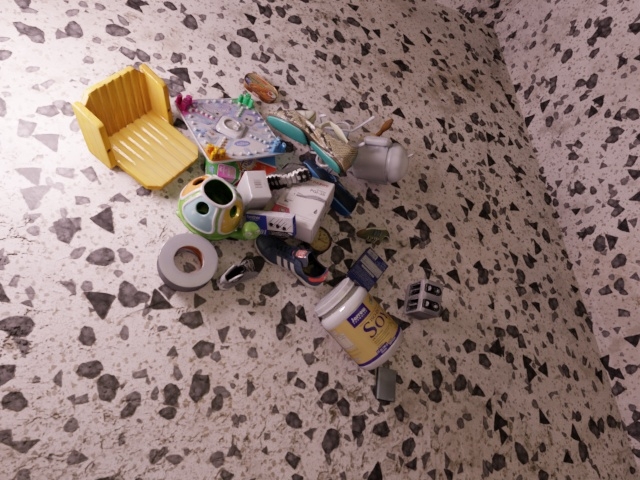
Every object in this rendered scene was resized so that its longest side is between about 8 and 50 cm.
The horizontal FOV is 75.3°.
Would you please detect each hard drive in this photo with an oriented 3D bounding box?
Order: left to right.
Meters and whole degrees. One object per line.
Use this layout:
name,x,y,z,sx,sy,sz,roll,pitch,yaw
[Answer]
hard drive,0.284,0.626,1.803,0.094,0.022,0.135,19,61,-20

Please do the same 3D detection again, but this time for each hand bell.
hand bell,0.317,-0.571,2.222,0.126,0.242,0.126,11,64,-24

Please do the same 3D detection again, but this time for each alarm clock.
alarm clock,0.000,0.000,1.906,0.192,0.064,0.129,-5,71,-26

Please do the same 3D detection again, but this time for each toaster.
toaster,0.488,0.284,1.983,0.110,0.185,0.168,22,68,-15

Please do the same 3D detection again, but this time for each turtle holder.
turtle holder,-0.411,-0.111,1.637,0.243,0.227,0.320,-22,80,-34

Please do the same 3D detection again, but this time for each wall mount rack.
wall mount rack,0.107,-0.525,2.092,0.304,0.130,0.350,10,57,17

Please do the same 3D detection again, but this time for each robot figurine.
robot figurine,0.293,-0.402,2.105,0.353,0.300,0.200,10,57,20

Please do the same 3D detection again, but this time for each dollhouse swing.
dollhouse swing,-0.678,-0.434,1.617,0.305,0.315,0.347,31,54,11

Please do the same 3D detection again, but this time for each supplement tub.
supplement tub,0.156,0.343,1.729,0.331,0.241,0.241,47,55,-2

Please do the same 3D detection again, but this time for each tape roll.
tape roll,-0.510,0.084,1.592,0.219,0.072,0.219,12,64,-24

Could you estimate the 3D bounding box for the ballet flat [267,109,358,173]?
ballet flat,-0.023,-0.507,1.964,0.482,0.164,0.182,37,79,14

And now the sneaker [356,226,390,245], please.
sneaker,0.271,-0.017,2.056,0.192,0.064,0.086,-6,67,-33

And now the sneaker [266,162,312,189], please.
sneaker,-0.155,-0.292,1.844,0.234,0.078,0.106,-12,43,3

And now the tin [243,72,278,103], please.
tin,-0.304,-0.773,2.106,0.189,0.040,0.106,35,61,-10

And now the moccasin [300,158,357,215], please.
moccasin,0.041,-0.269,2.019,0.342,0.137,0.117,48,67,-18

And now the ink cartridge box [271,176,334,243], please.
ink cartridge box,-0.080,-0.155,1.862,0.207,0.117,0.283,20,58,9

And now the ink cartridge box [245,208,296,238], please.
ink cartridge box,-0.207,-0.070,1.740,0.207,0.097,0.046,6,30,13

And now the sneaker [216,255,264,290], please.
sneaker,-0.299,0.117,1.652,0.228,0.132,0.086,-34,86,-34

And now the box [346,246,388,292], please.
box,0.217,0.148,1.972,0.136,0.036,0.225,46,54,-2

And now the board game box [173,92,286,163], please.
board game box,-0.397,-0.521,1.865,0.389,0.050,0.390,-17,64,-38

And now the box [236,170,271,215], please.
box,-0.289,-0.201,1.776,0.091,0.170,0.130,-7,72,-29

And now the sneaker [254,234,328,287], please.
sneaker,-0.115,0.064,1.763,0.350,0.148,0.131,32,58,-10

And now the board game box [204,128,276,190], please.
board game box,-0.361,-0.362,1.875,0.316,0.064,0.242,4,67,-27
